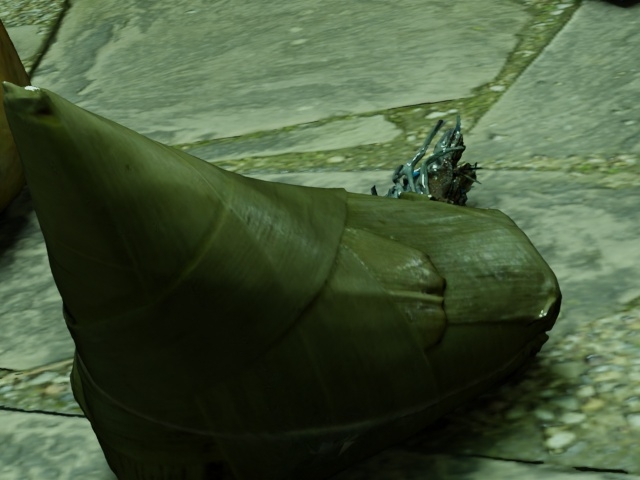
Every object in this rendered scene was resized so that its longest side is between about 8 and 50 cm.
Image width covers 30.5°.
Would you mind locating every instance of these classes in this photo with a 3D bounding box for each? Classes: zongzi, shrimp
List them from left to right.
[{"bbox_3d":[0.000,0.000,0.595,0.273,0.300,0.145,-22,49,-17],"label":"zongzi"},{"bbox_3d":[0.053,-0.017,0.802,0.076,0.082,0.174,15,50,28],"label":"shrimp"}]

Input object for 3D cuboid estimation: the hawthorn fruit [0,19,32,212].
[{"bbox_3d":[-0.370,-0.125,0.894,0.267,0.301,0.268,-16,17,5],"label":"hawthorn fruit"}]
